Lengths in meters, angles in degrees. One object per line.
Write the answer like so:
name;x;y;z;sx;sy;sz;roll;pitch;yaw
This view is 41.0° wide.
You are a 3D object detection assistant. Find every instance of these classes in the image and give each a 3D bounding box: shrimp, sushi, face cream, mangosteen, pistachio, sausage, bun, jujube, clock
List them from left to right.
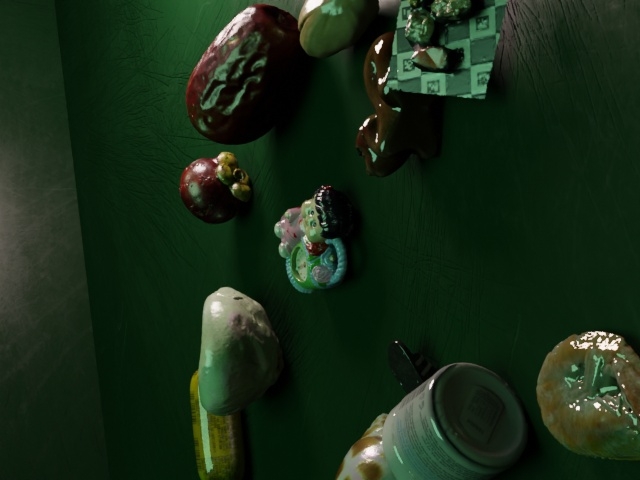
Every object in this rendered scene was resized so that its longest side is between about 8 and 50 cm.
sausage;-0.256;0.470;2.137;0.123;0.123;0.347;-20;75;58
mangosteen;-0.247;-0.129;2.069;0.180;0.166;0.166;-26;67;28
bun;-0.176;0.255;1.940;0.293;0.187;0.293;180;90;-87
jujube;-0.158;-0.352;1.849;0.318;0.223;0.223;-54;46;33
clock;0.000;0.000;1.716;0.195;0.100;0.194;-35;66;57
pistachio;0.028;-0.415;1.609;0.226;0.136;0.135;152;112;-66
sushi;0.189;-0.365;1.318;0.193;0.043;0.279;15;95;34
face cream;0.205;0.294;1.311;0.153;0.177;0.177;-51;50;46
shrimp;0.390;0.198;1.103;0.317;0.077;0.168;-20;72;61

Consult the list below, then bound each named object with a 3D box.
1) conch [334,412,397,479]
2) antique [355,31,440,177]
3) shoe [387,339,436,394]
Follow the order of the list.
conch;0.144;0.431;1.416;0.197;0.250;0.368;85;-178;-58
antique;0.126;-0.236;1.470;0.143;0.121;0.256;16;104;58
shoe;0.181;0.247;1.482;0.179;0.049;0.071;57;147;12
